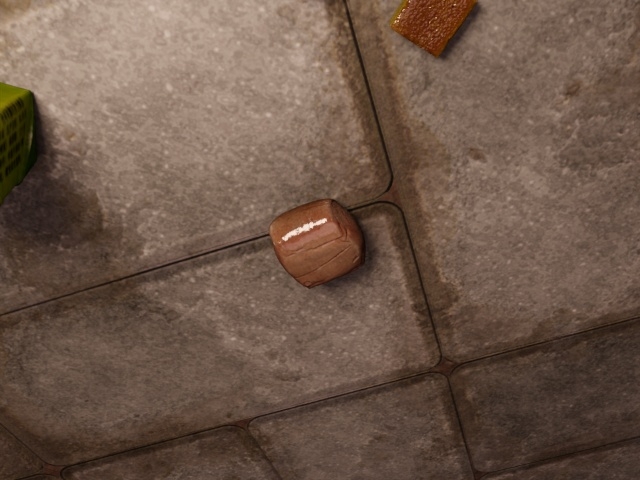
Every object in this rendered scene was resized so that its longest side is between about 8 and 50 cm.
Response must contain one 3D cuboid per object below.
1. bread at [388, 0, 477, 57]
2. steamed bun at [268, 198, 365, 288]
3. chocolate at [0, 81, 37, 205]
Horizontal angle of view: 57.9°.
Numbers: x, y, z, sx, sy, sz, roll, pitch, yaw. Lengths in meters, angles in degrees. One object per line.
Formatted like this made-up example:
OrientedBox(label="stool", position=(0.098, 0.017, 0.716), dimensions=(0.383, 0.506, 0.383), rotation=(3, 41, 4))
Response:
OrientedBox(label="bread", position=(0.156, -0.320, 0.813), dimensions=(0.090, 0.035, 0.094), rotation=(23, 121, -22))
OrientedBox(label="steamed bun", position=(0.000, 0.000, 1.006), dimensions=(0.145, 0.106, 0.175), rotation=(-26, 140, 7))
OrientedBox(label="chocolate", position=(-0.544, -0.141, 0.727), dimensions=(0.301, 0.288, 0.137), rotation=(13, 114, -16))
